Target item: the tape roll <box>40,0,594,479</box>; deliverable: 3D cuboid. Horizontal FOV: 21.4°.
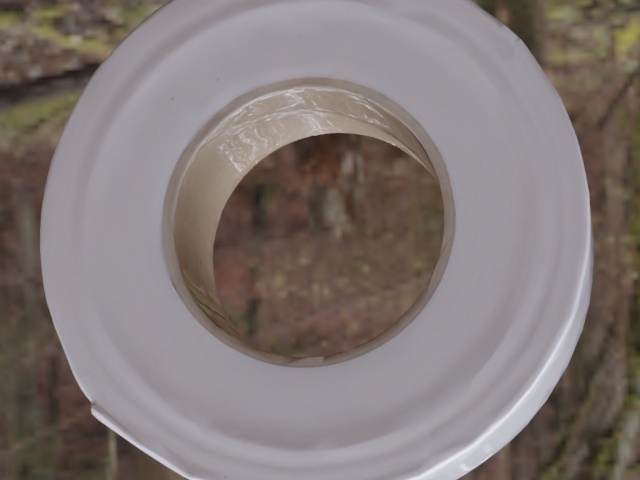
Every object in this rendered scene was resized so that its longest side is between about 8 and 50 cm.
[{"bbox_3d":[0.000,0.000,0.892,0.286,0.286,0.100,-3,169,9],"label":"tape roll"}]
